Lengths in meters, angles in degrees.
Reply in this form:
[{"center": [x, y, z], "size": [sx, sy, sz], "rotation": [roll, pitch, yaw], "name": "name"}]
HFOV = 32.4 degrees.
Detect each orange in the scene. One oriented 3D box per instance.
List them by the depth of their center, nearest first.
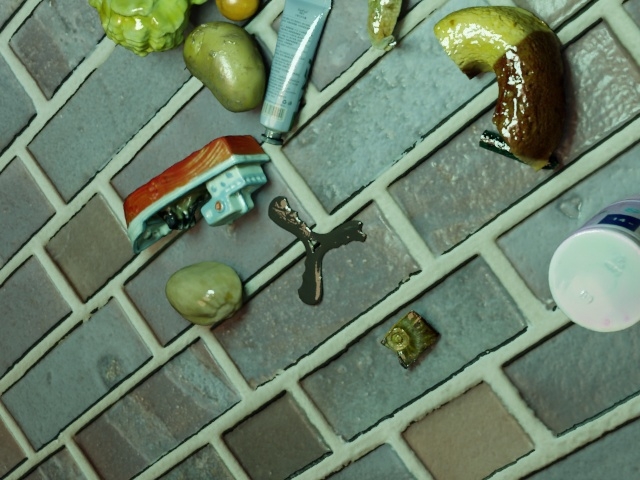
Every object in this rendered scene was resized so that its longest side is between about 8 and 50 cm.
[{"center": [-0.144, -0.423, 1.919], "size": [0.084, 0.083, 0.083], "rotation": [8, 108, 27], "name": "orange"}]

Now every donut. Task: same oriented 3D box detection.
[{"center": [0.292, -0.261, 1.687], "size": [0.151, 0.112, 0.295], "rotation": [-37, 79, 27], "name": "donut"}]

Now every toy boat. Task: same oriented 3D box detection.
[{"center": [-0.240, -0.066, 2.033], "size": [0.332, 0.145, 0.133], "rotation": [-29, 82, 29], "name": "toy boat"}]

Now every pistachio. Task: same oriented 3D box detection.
[{"center": [-0.226, 0.100, 2.101], "size": [0.185, 0.108, 0.126], "rotation": [3, 78, 36], "name": "pistachio"}]

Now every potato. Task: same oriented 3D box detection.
[{"center": [-0.160, -0.308, 1.924], "size": [0.176, 0.137, 0.137], "rotation": [49, 121, 4], "name": "potato"}]

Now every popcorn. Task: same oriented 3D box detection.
[{"center": [-0.298, -0.442, 1.916], "size": [0.255, 0.195, 0.256], "rotation": [-31, 46, 53], "name": "popcorn"}]

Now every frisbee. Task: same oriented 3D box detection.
[{"center": [0.000, 0.000, 1.996], "size": [0.187, 0.012, 0.211], "rotation": [-23, 91, 32], "name": "frisbee"}]

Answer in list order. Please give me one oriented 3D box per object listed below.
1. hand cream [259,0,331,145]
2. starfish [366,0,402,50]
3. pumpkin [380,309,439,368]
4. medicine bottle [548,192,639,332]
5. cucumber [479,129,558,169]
[{"center": [-0.051, -0.299, 1.918], "size": [0.091, 0.058, 0.271], "rotation": [23, 107, 26], "name": "hand cream"}, {"center": [0.008, -0.544, 1.793], "size": [0.324, 0.082, 0.432], "rotation": [13, 109, 24], "name": "starfish"}, {"center": [0.160, 0.171, 1.944], "size": [0.073, 0.035, 0.101], "rotation": [44, 118, -1], "name": "pumpkin"}, {"center": [0.443, 0.026, 1.608], "size": [0.152, 0.254, 0.152], "rotation": [8, 108, 27], "name": "medicine bottle"}, {"center": [0.320, -0.142, 1.763], "size": [0.133, 0.032, 0.032], "rotation": [23, 114, 21], "name": "cucumber"}]
